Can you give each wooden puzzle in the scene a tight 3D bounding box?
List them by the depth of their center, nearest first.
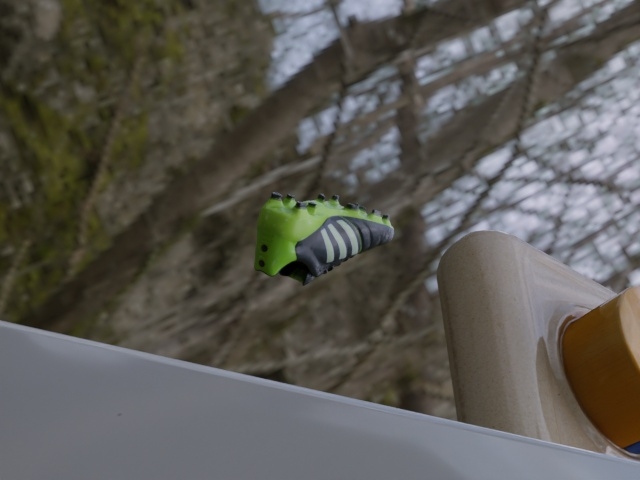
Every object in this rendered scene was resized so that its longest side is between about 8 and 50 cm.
[{"bbox_3d":[0.237,0.165,1.116,0.080,0.348,0.322,-40,-139,36],"label":"wooden puzzle"}]

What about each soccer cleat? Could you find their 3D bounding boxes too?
[{"bbox_3d":[0.000,0.000,1.587,0.060,0.179,0.072,22,-79,32],"label":"soccer cleat"}]

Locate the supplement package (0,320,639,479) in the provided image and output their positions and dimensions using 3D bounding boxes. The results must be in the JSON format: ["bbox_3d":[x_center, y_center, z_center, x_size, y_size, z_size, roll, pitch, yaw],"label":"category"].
[{"bbox_3d":[-0.038,0.145,0.361,0.262,0.204,0.145,10,-40,30],"label":"supplement package"}]
